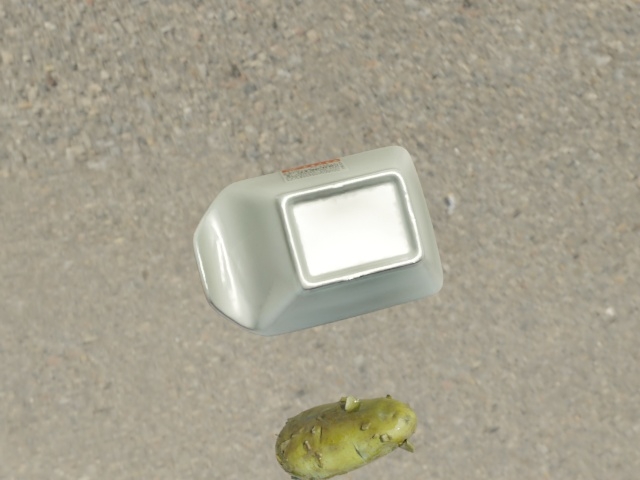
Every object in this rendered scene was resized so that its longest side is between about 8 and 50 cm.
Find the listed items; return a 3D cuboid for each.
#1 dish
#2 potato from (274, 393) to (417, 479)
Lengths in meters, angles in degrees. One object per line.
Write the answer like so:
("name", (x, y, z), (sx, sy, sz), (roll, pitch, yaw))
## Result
("dish", (0.000, 0.000, 1.017), (0.234, 0.154, 0.064), (-14, 175, -11))
("potato", (0.034, 0.268, 1.497), (0.225, 0.117, 0.090), (-19, 126, 30))
